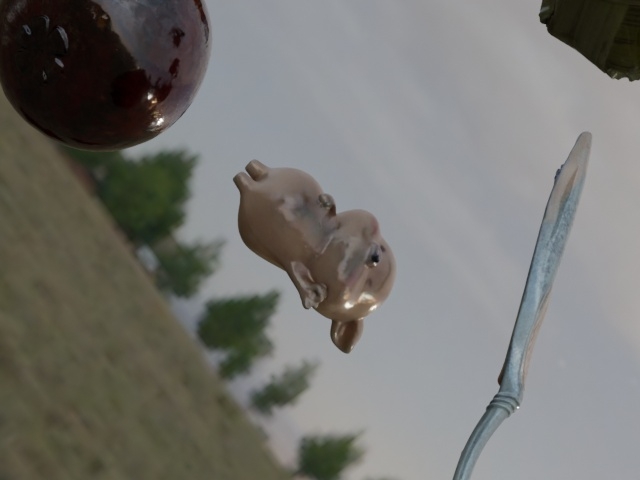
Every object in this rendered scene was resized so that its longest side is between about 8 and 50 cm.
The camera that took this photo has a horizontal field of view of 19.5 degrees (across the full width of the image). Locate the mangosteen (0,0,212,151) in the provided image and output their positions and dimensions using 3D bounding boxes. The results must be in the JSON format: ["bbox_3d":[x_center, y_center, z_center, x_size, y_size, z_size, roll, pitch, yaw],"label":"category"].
[{"bbox_3d":[-0.075,-0.073,0.659,0.081,0.081,0.081,54,-5,7],"label":"mangosteen"}]

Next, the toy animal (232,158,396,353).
[{"bbox_3d":[-0.003,0.001,1.322,0.150,0.083,0.089,48,-6,-11],"label":"toy animal"}]

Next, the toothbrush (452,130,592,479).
[{"bbox_3d":[0.140,0.072,1.297,0.037,0.375,0.028,8,-32,20],"label":"toothbrush"}]

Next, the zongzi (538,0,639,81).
[{"bbox_3d":[0.195,-0.188,0.909,0.081,0.178,0.189,35,-46,29],"label":"zongzi"}]
